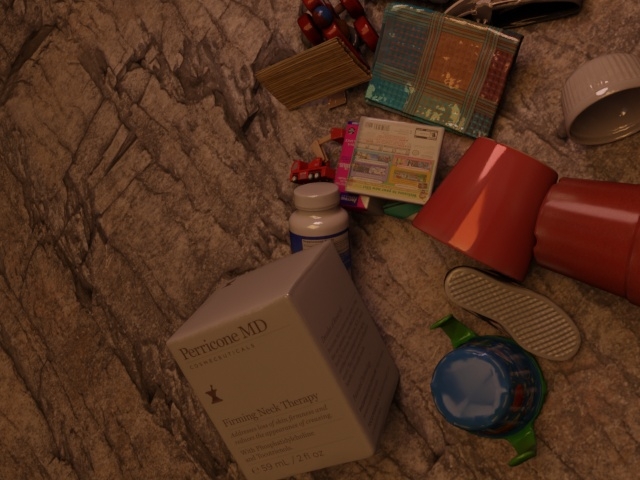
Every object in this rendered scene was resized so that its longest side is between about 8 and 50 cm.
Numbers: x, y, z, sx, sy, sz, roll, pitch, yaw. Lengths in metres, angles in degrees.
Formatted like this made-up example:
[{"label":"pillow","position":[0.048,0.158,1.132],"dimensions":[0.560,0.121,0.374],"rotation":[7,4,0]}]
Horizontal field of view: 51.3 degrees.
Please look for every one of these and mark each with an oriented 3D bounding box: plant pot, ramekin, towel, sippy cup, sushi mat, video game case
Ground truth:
[{"label":"plant pot","position":[0.599,-0.007,1.356],"dimensions":[0.265,0.272,0.272],"rotation":[17,89,37]},{"label":"ramekin","position":[0.619,-0.307,1.427],"dimensions":[0.207,0.207,0.109],"rotation":[-20,63,23]},{"label":"towel","position":[0.290,-0.425,1.663],"dimensions":[0.370,0.040,0.271],"rotation":[26,114,29]},{"label":"sippy cup","position":[0.347,0.316,1.434],"dimensions":[0.305,0.224,0.240],"rotation":[23,91,30]},{"label":"sushi mat","position":[-0.025,-0.438,1.774],"dimensions":[0.316,0.151,0.019],"rotation":[-9,51,43]},{"label":"plant pot","position":[0.375,-0.078,1.463],"dimensions":[0.275,0.275,0.243],"rotation":[30,98,29]},{"label":"video game case","position":[0.180,-0.194,1.618],"dimensions":[0.212,0.023,0.193],"rotation":[11,86,17]}]

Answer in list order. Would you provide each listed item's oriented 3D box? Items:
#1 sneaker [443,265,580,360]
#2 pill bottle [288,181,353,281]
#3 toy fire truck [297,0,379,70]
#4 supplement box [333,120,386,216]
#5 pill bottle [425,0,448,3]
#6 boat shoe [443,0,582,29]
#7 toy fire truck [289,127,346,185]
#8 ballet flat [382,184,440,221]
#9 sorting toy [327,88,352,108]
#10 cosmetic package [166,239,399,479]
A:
[{"label":"sneaker","position":[0.426,0.148,1.493],"dimensions":[0.321,0.127,0.126],"rotation":[32,98,4]},{"label":"pill bottle","position":[0.000,0.000,1.655],"dimensions":[0.152,0.152,0.272],"rotation":[6,114,28]},{"label":"toy fire truck","position":[0.019,-0.581,1.758],"dimensions":[0.169,0.254,0.302],"rotation":[-33,67,19]},{"label":"supplement box","position":[0.117,-0.184,1.714],"dimensions":[0.111,0.114,0.220],"rotation":[11,87,28]},{"label":"pill bottle","position":[0.263,-0.707,1.699],"dimensions":[0.318,0.176,0.176],"rotation":[24,92,29]},{"label":"boat shoe","position":[0.459,-0.556,1.606],"dimensions":[0.335,0.112,0.095],"rotation":[-12,70,22]},{"label":"toy fire truck","position":[-0.002,-0.225,1.794],"dimensions":[0.192,0.047,0.135],"rotation":[-3,78,44]},{"label":"ballet flat","position":[0.271,-0.087,1.636],"dimensions":[0.247,0.083,0.087],"rotation":[-22,90,25]},{"label":"sorting toy","position":[0.056,-0.402,1.842],"dimensions":[0.083,0.012,0.062],"rotation":[-14,69,28]},{"label":"cosmetic package","position":[-0.066,0.271,1.518],"dimensions":[0.329,0.327,0.394],"rotation":[-23,103,23]}]
